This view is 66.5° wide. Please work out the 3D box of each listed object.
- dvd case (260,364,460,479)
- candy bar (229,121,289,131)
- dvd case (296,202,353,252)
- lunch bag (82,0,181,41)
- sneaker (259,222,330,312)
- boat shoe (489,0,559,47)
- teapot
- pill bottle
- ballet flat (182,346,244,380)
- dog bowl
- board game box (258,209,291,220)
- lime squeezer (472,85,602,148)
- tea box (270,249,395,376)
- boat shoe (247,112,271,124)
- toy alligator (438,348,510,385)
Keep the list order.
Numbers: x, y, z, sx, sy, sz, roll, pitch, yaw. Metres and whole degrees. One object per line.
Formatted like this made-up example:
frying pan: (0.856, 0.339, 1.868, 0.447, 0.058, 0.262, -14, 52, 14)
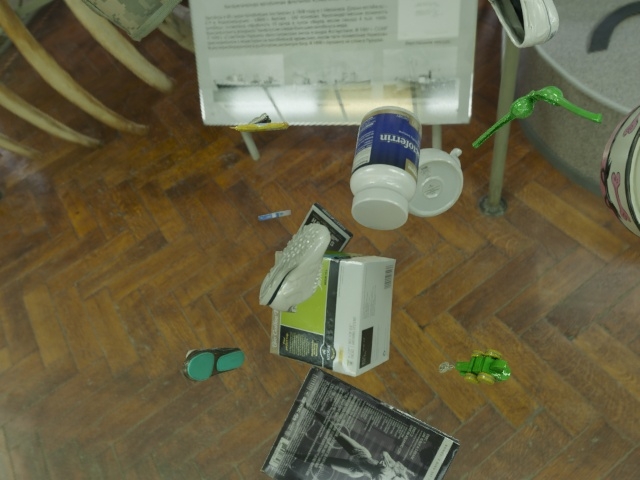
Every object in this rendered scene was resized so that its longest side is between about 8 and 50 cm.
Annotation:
dvd case: (0.051, 0.292, 0.662, 0.221, 0.018, 0.164, 26, 94, 6)
candy bar: (-0.160, -0.302, 1.303, 0.161, 0.040, 0.018, -1, 95, 14)
dvd case: (0.000, 0.000, 1.761, 0.179, 0.239, 0.029, 42, 46, 10)
lunch bag: (-0.195, -0.375, 0.457, 0.287, 0.235, 0.169, -52, 48, 2)
sneaker: (-0.037, 0.060, 1.002, 0.095, 0.235, 0.090, 26, 36, -18)
boat shoe: (0.351, -0.483, 0.910, 0.084, 0.095, 0.258, -25, 83, -17)
teapot: (0.355, -0.214, 1.702, 0.256, 0.252, 0.187, 13, 26, -17)
pill bottle: (0.151, -0.167, 1.134, 0.153, 0.153, 0.265, 3, 61, 15)
ballet flat: (-0.350, 0.376, 1.506, 0.096, 0.280, 0.095, 7, 85, 27)
dog bowl: (0.839, -0.163, 1.114, 0.408, 0.408, 0.150, -22, 13, -2)
board game box: (-0.175, -0.096, 1.868, 0.090, 0.020, 0.090, -8, 6, 36)
lime squeezer: (0.489, -0.288, 1.118, 0.310, 0.059, 0.110, -1, 90, 55)
tea box: (0.036, 0.204, 1.517, 0.323, 0.220, 0.329, 7, 96, 33)
boat shoe: (-0.218, -0.419, 1.735, 0.125, 0.038, 0.046, -8, 42, 50)
toy alligator: (0.289, 0.238, 0.892, 0.051, 0.189, 0.056, 31, 66, -9)
